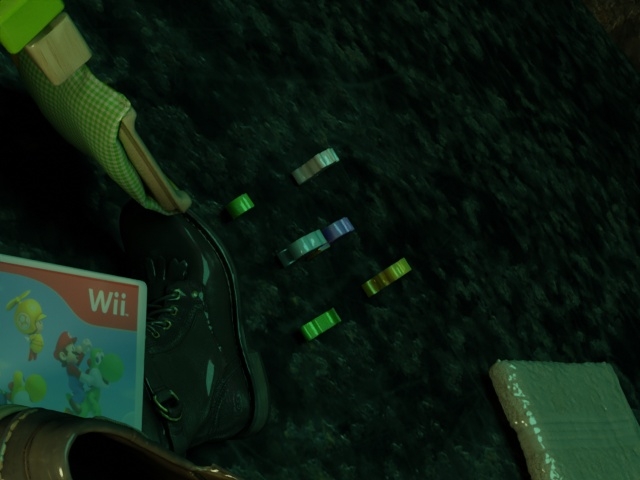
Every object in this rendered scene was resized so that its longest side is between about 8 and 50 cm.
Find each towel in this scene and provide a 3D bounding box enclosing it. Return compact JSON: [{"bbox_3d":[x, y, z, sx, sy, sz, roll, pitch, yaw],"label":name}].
[{"bbox_3d":[0.315,0.235,1.798,0.282,0.049,0.187,9,53,-51],"label":"towel"}]

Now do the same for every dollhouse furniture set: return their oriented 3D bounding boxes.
[{"bbox_3d":[-0.260,-0.117,1.211,0.197,0.151,0.301,47,-9,36],"label":"dollhouse furniture set"}]

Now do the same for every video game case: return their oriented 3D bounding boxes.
[{"bbox_3d":[-0.210,0.155,1.027,0.204,0.025,0.285,14,72,-46],"label":"video game case"}]

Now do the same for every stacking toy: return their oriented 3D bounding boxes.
[{"bbox_3d":[0.000,0.000,1.565,0.167,0.052,0.221,57,31,2],"label":"stacking toy"}]

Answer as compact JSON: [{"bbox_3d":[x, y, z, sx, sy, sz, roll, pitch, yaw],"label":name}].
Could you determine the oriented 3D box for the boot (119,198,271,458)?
[{"bbox_3d":[-0.148,0.081,1.220,0.229,0.091,0.263,-8,69,-62],"label":"boot"}]

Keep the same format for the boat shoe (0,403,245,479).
[{"bbox_3d":[-0.098,0.224,1.019,0.355,0.130,0.132,35,57,-38],"label":"boat shoe"}]
